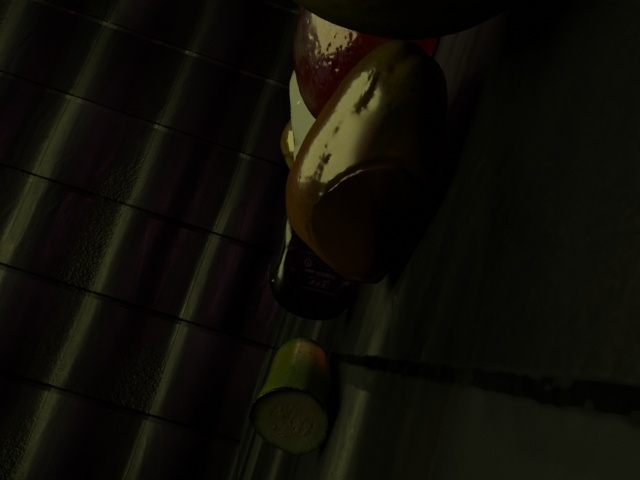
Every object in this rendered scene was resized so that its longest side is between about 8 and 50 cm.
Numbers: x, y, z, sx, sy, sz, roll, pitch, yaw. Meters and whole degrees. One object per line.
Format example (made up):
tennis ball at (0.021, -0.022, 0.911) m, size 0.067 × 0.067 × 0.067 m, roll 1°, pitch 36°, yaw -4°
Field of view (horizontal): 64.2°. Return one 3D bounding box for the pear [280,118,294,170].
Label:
pear at (0.013, -0.233, 1.211) m, size 0.209 × 0.209 × 0.208 m, roll -162°, pitch 90°, yaw -86°

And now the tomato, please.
tomato at (0.059, -0.334, 0.823) m, size 0.334 × 0.176 × 0.289 m, roll -55°, pitch 29°, yaw 38°

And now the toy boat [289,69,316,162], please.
toy boat at (0.014, -0.229, 1.059) m, size 0.134 × 0.092 × 0.298 m, roll -13°, pitch 77°, yaw 40°

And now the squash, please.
squash at (-0.026, 0.186, 0.678) m, size 0.188 × 0.095 × 0.095 m, roll -70°, pitch -1°, yaw -73°

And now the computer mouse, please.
computer mouse at (0.000, 0.000, 0.750) m, size 0.096 × 0.137 × 0.233 m, roll 141°, pitch 146°, yaw -76°

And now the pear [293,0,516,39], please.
pear at (0.057, -0.308, 0.346) m, size 0.304 × 0.304 × 0.303 m, roll -162°, pitch 90°, yaw -86°

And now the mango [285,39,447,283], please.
mango at (0.050, -0.088, 0.529) m, size 0.166 × 0.136 × 0.236 m, roll -72°, pitch 8°, yaw -51°
